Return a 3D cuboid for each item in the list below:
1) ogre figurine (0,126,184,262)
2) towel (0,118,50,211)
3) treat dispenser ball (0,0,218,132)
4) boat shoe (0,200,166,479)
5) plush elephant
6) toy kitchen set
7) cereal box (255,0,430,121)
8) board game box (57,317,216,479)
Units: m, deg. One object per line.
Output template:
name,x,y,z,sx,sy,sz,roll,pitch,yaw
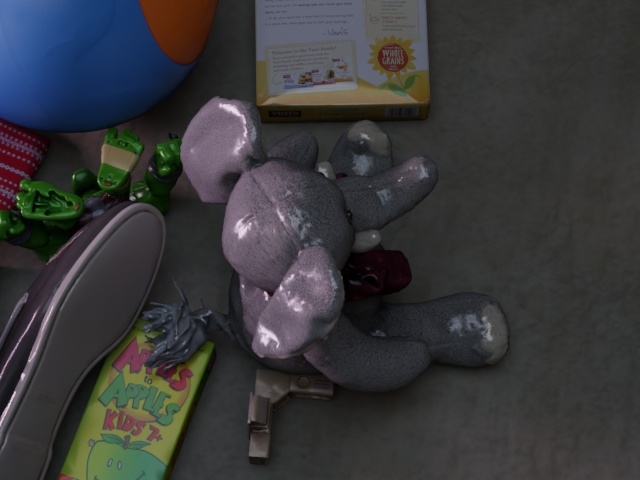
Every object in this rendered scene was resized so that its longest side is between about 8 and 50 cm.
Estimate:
ogre figurine,-0.214,-0.031,1.806,0.197,0.118,0.097,-42,71,-15
towel,-0.391,-0.049,1.786,0.199,0.031,0.275,27,47,-3
treat dispenser ball,-0.237,-0.243,1.791,0.288,0.288,0.288,0,71,0
boat shoe,-0.260,0.103,1.744,0.095,0.112,0.335,22,81,37
plush elephant,0.000,0.000,1.697,0.330,0.255,0.271,-19,70,-18
toy kitchen set,-0.028,0.161,1.764,0.075,0.068,0.083,5,71,2
cereal box,0.019,-0.236,1.915,0.173,0.047,0.240,0,70,0
board game box,-0.171,0.168,1.775,0.092,0.043,0.181,18,72,7
